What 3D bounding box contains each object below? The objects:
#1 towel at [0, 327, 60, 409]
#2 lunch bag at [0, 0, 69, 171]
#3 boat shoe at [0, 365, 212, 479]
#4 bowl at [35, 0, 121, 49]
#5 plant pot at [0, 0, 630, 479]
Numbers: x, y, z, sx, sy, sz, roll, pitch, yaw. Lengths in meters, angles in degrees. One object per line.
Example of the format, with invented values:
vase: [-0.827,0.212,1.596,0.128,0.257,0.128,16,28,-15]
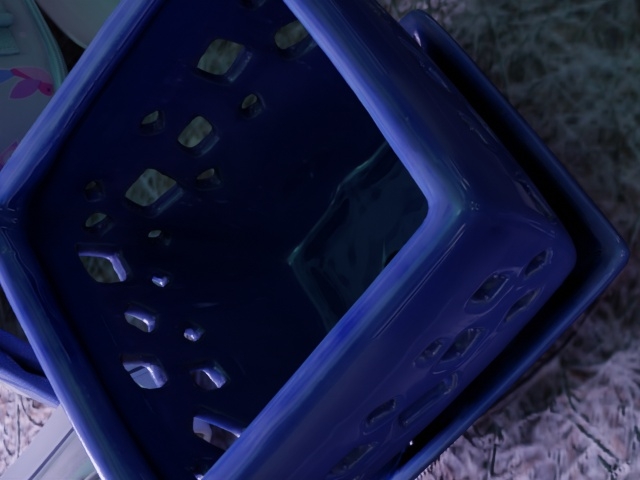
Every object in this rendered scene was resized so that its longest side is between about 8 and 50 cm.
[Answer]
towel: [-0.294,0.045,0.932,0.285,0.209,0.034,14,72,39]
lunch bag: [-0.280,-0.124,0.980,0.224,0.108,0.279,-51,57,37]
boat shoe: [-0.160,0.192,0.872,0.267,0.096,0.088,-51,51,10]
bowl: [-0.137,-0.207,0.942,0.142,0.053,0.142,48,111,34]
plant pot: [0.000,0.000,0.696,0.236,0.212,0.236,-49,57,21]
